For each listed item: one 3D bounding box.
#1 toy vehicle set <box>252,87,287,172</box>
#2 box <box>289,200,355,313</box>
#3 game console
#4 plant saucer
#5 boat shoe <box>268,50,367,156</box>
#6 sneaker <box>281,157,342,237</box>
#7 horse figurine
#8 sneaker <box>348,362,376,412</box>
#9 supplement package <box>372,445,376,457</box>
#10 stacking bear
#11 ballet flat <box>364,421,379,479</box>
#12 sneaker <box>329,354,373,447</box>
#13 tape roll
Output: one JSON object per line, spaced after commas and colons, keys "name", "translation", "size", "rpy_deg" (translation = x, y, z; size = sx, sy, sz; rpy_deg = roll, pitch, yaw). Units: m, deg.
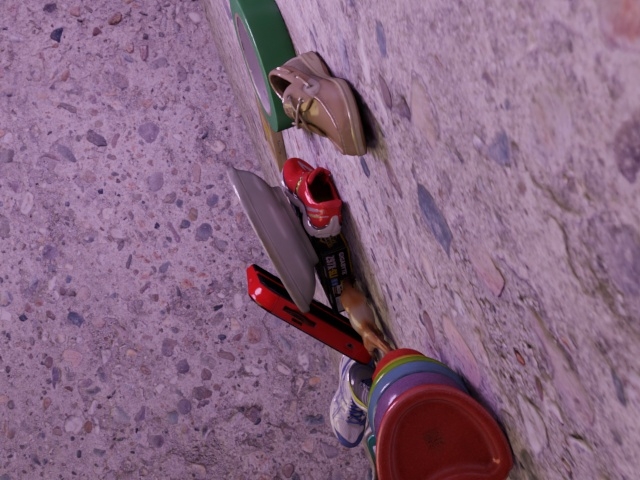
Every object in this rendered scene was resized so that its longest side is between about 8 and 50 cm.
{"name": "toy vehicle set", "translation": [-0.165, -0.371, 1.994], "size": [0.267, 0.035, 0.166], "rpy_deg": [81, 167, -59]}
{"name": "box", "translation": [0.000, 0.000, 1.614], "size": [0.257, 0.079, 0.322], "rpy_deg": [75, 172, -47]}
{"name": "game console", "translation": [-0.038, 0.204, 1.685], "size": [0.387, 0.060, 0.342], "rpy_deg": [32, -179, -13]}
{"name": "plant saucer", "translation": [-0.095, -0.019, 1.445], "size": [0.400, 0.101, 0.400], "rpy_deg": [61, 177, 6]}
{"name": "boat shoe", "translation": [-0.010, -0.216, 0.960], "size": [0.302, 0.098, 0.109], "rpy_deg": [-118, 10, -47]}
{"name": "sneaker", "translation": [-0.010, -0.125, 1.363], "size": [0.279, 0.107, 0.118], "rpy_deg": [-121, 31, -45]}
{"name": "horse figurine", "translation": [0.102, 0.186, 1.401], "size": [0.174, 0.066, 0.263], "rpy_deg": [71, 174, -67]}
{"name": "sneaker", "translation": [0.153, 0.390, 1.500], "size": [0.300, 0.111, 0.121], "rpy_deg": [-136, 32, -58]}
{"name": "supplement package", "translation": [0.220, 0.624, 1.574], "size": [0.105, 0.105, 0.179], "rpy_deg": [-120, 11, -59]}
{"name": "stacking bear", "translation": [0.146, 0.250, 0.904], "size": [0.289, 0.175, 0.164], "rpy_deg": [-104, -8, -84]}
{"name": "ballet flat", "translation": [0.216, 0.698, 1.842], "size": [0.139, 0.139, 0.400], "rpy_deg": [-124, 20, -64]}
{"name": "sneaker", "translation": [0.096, 0.463, 1.742], "size": [0.131, 0.112, 0.296], "rpy_deg": [151, 123, -76]}
{"name": "tape roll", "translation": [-0.121, -0.413, 1.362], "size": [0.321, 0.077, 0.321], "rpy_deg": [160, 90, -84]}
